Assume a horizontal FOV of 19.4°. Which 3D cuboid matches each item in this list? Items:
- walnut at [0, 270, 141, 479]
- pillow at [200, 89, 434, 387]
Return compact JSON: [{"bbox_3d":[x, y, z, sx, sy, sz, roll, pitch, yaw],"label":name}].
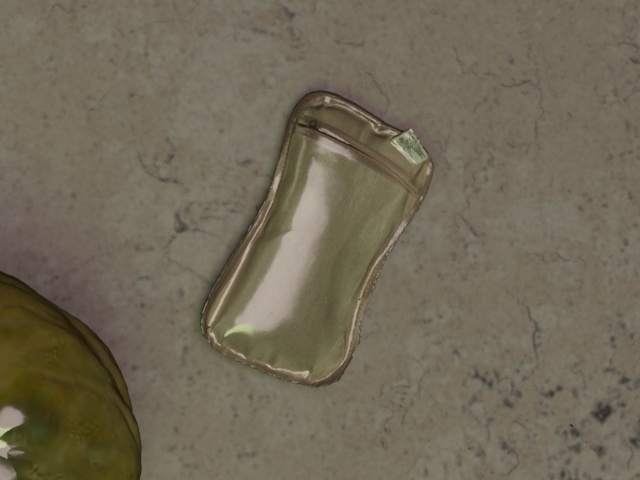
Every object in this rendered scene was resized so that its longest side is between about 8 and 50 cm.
[{"bbox_3d":[-0.268,0.161,1.294,0.277,0.282,0.253,14,42,-7],"label":"walnut"},{"bbox_3d":[0.000,0.000,1.492,0.131,0.038,0.232,27,79,-14],"label":"pillow"}]
